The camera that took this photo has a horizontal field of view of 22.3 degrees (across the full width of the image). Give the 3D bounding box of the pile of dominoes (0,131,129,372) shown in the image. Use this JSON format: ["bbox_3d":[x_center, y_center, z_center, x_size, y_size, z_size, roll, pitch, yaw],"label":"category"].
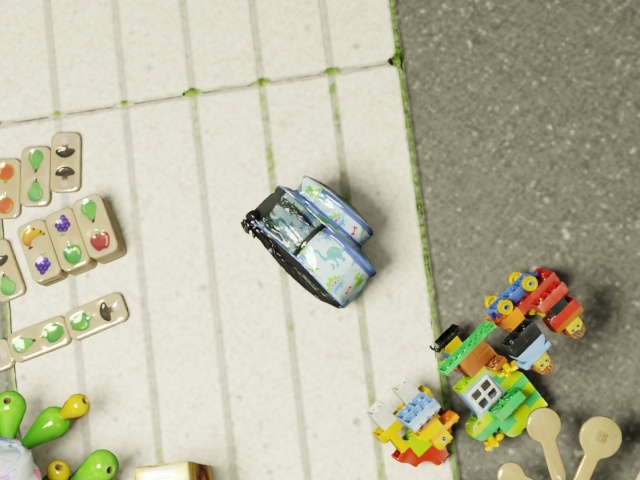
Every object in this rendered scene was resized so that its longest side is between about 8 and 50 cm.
[{"bbox_3d":[-0.312,0.022,1.518,0.251,0.040,0.196,-22,78,3],"label":"pile of dominoes"}]

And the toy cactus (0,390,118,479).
[{"bbox_3d":[-0.284,0.220,1.460,0.219,0.112,0.180,4,99,6],"label":"toy cactus"}]

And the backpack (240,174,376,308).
[{"bbox_3d":[0.000,0.000,1.444,0.084,0.105,0.114,-45,82,-1],"label":"backpack"}]

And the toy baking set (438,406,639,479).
[{"bbox_3d":[0.193,0.257,1.388,0.256,0.030,0.197,-37,90,1],"label":"toy baking set"}]

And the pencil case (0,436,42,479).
[{"bbox_3d":[-0.272,0.310,1.376,0.124,0.113,0.273,-4,105,41],"label":"pencil case"}]

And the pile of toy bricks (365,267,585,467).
[{"bbox_3d":[0.157,0.128,1.410,0.212,0.118,0.105,-43,109,-10],"label":"pile of toy bricks"}]

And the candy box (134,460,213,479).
[{"bbox_3d":[-0.117,0.289,1.405,0.053,0.109,0.186,-10,78,6],"label":"candy box"}]
